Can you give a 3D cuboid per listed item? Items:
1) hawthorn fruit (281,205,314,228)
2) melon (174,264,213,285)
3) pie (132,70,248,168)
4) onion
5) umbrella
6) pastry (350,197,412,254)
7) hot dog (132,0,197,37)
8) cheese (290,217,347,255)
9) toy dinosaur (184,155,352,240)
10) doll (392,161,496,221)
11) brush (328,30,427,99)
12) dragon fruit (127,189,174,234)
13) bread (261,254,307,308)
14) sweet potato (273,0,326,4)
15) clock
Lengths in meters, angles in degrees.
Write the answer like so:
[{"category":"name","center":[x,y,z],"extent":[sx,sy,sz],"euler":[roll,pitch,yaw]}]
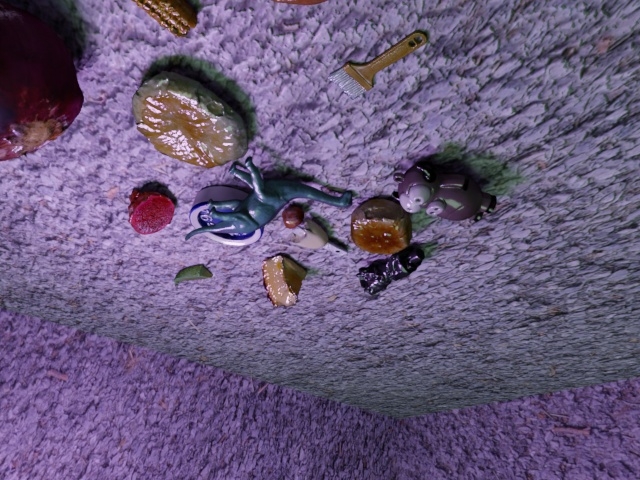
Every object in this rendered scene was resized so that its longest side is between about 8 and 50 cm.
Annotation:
[{"category":"hawthorn fruit","center":[-0.067,-0.075,1.469],"extent":[0.103,0.066,0.067],"euler":[-17,141,21]},{"category":"melon","center":[-0.533,0.147,2.009],"extent":[0.114,0.053,0.262],"euler":[12,159,-42]},{"category":"pie","center":[-0.314,-0.279,1.187],"extent":[0.307,0.071,0.306],"euler":[10,151,6]},{"category":"onion","center":[-0.701,-0.356,0.988],"extent":[0.385,0.348,0.348],"euler":[50,142,0]},{"category":"umbrella","center":[0.240,0.092,1.625],"extent":[0.122,0.110,0.272],"euler":[26,141,-25]},{"category":"pastry","center":[0.173,-0.039,1.426],"extent":[0.182,0.093,0.192],"euler":[0,144,18]},{"category":"hot dog","center":[-0.309,-0.453,0.917],"extent":[0.071,0.045,0.165],"euler":[-18,141,41]},{"category":"cheese","center":[0.000,0.001,1.586],"extent":[0.235,0.049,0.127],"euler":[24,147,-36]},{"category":"toy dinosaur","center":[-0.140,-0.063,1.379],"extent":[0.331,0.129,0.383],"euler":[31,114,-24]},{"category":"doll","center":[0.303,-0.117,1.236],"extent":[0.257,0.117,0.182],"euler":[14,155,-11]},{"category":"brush","center":[0.119,-0.359,0.988],"extent":[0.218,0.010,0.082],"euler":[-22,136,40]},{"category":"dragon fruit","center":[-0.543,-0.105,1.532],"extent":[0.111,0.153,0.153],"euler":[45,165,30]},{"category":"bread","center":[-0.143,0.156,1.777],"extent":[0.140,0.160,0.169],"euler":[-15,142,35]},{"category":"sweet potato","center":[0.001,-0.443,0.843],"extent":[0.202,0.058,0.055],"euler":[-9,102,22]},{"category":"clock","center":[-0.285,-0.073,1.517],"extent":[0.231,0.083,0.230],"euler":[6,147,4]}]
